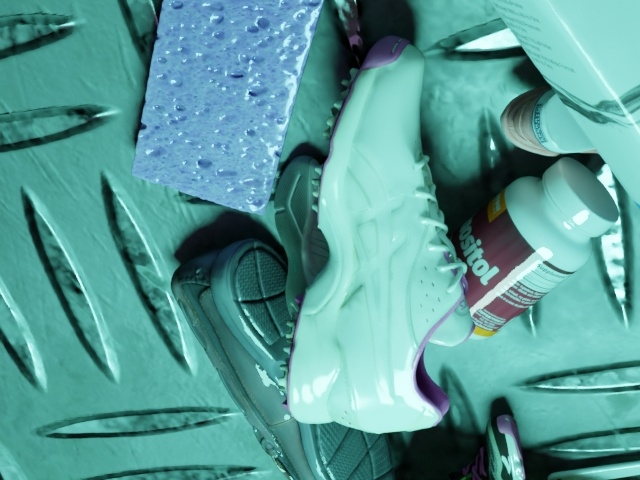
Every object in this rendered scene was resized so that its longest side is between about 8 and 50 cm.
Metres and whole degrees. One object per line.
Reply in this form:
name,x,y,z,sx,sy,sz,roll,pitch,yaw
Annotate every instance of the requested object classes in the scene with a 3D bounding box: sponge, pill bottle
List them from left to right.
sponge,-0.075,-0.124,0.883,0.117,0.031,0.210,17,125,-1
pill bottle,0.156,0.005,0.892,0.086,0.086,0.152,37,122,-15

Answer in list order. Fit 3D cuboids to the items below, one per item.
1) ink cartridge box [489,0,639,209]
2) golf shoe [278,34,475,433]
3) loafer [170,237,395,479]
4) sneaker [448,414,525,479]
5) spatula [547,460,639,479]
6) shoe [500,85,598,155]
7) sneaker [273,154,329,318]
ink cartridge box,0.261,-0.140,0.700,0.223,0.129,0.307,-40,111,5
golf shoe,0.060,0.003,0.857,0.140,0.115,0.306,13,105,15
loafer,-0.031,0.131,1.021,0.095,0.109,0.302,-10,117,40
sneaker,0.151,0.232,1.062,0.074,0.063,0.170,1,129,3
spatula,0.345,0.243,1.063,0.242,0.019,0.168,-12,126,20
shoe,0.224,-0.097,0.828,0.178,0.081,0.063,-9,98,-15
sneaker,0.000,0.000,0.946,0.061,0.053,0.152,-16,112,-28
